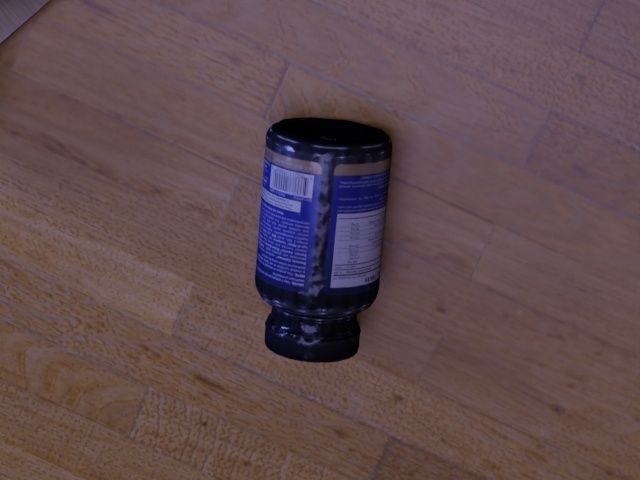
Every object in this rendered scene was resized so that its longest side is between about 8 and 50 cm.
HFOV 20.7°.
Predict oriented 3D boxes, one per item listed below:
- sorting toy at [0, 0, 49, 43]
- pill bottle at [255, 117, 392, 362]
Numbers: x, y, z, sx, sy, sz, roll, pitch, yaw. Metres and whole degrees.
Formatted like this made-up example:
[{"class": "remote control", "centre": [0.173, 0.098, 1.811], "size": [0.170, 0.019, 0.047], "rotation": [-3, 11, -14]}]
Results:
[{"class": "sorting toy", "centre": [-0.329, -0.333, 1.640], "size": [0.255, 0.089, 0.257], "rotation": [-36, 100, 23]}, {"class": "pill bottle", "centre": [0.000, 0.000, 1.689], "size": [0.122, 0.123, 0.219], "rotation": [7, 106, 6]}]
